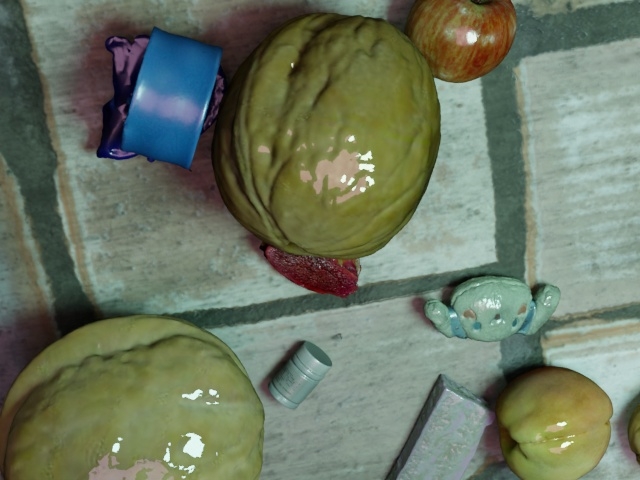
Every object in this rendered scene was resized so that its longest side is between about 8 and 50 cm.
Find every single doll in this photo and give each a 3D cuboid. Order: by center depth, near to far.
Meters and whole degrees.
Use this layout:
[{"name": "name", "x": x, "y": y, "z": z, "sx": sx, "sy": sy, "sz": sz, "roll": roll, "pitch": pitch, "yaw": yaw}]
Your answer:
[{"name": "doll", "x": 0.255, "y": 0.103, "z": 1.588, "sx": 0.214, "sy": 0.071, "sz": 0.103, "roll": -5, "pitch": 122, "yaw": -11}]

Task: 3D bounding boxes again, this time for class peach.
[{"name": "peach", "x": 0.354, "y": 0.278, "z": 1.602, "sx": 0.184, "sy": 0.184, "sz": 0.184, "roll": -1, "pitch": 109, "yaw": -3}]

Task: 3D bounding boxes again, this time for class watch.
[{"name": "watch", "x": -0.206, "y": -0.180, "z": 1.394, "sx": 0.171, "sy": 0.200, "sz": 0.196, "roll": 6, "pitch": 105, "yaw": -9}]

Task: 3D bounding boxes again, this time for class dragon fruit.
[{"name": "dragon fruit", "x": 0.000, "y": 0.000, "z": 1.528, "sx": 0.153, "sy": 0.153, "sz": 0.111, "roll": 31, "pitch": 62, "yaw": -13}]

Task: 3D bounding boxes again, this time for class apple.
[{"name": "apple", "x": 0.183, "y": -0.279, "z": 1.412, "sx": 0.146, "sy": 0.146, "sz": 0.131, "roll": 18, "pitch": 130, "yaw": -9}]

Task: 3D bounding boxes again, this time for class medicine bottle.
[{"name": "medicine bottle", "x": -0.031, "y": 0.205, "z": 1.611, "sx": 0.058, "sy": 0.058, "sz": 0.091, "roll": 37, "pitch": 103, "yaw": -14}]

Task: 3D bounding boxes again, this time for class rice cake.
[{"name": "rice cake", "x": 0.173, "y": 0.362, "z": 1.683, "sx": 0.106, "sy": 0.050, "sz": 0.298, "roll": 23, "pitch": 106, "yaw": -11}]

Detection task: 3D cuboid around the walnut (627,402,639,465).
[{"name": "walnut", "x": 0.576, "y": 0.287, "z": 1.629, "sx": 0.206, "sy": 0.159, "sz": 0.159, "roll": -31, "pitch": 108, "yaw": 8}]

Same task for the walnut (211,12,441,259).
[{"name": "walnut", "x": 0.008, "y": -0.140, "z": 1.367, "sx": 0.333, "sy": 0.333, "sz": 0.333, "roll": -1, "pitch": 109, "yaw": -3}]

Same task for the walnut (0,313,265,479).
[{"name": "walnut", "x": -0.258, "y": 0.275, "z": 1.467, "sx": 0.381, "sy": 0.381, "sz": 0.381, "roll": -1, "pitch": 109, "yaw": -3}]
